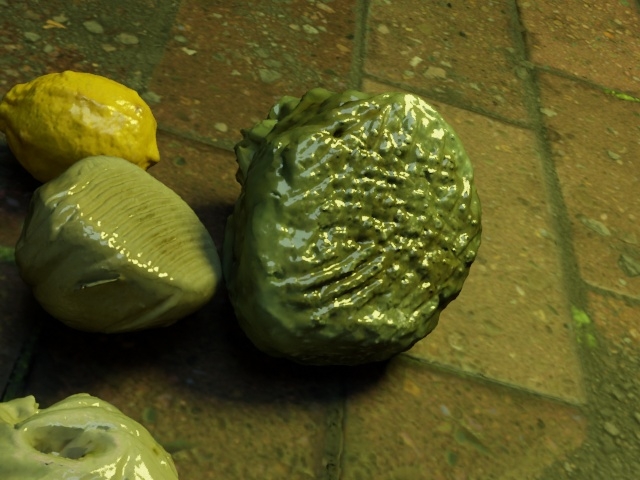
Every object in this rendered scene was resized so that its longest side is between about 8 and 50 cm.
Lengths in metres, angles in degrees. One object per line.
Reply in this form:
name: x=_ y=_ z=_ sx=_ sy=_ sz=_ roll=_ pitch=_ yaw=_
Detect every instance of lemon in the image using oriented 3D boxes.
lemon: x=-0.220 y=-0.098 z=0.997 sx=0.155 sy=0.114 sz=0.114 roll=15 pitch=36 yaw=-1

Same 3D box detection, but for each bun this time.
bun: x=-0.159 y=0.166 z=0.678 sx=0.178 sy=0.128 sz=0.193 roll=8 pitch=36 yaw=-17
bun: x=-0.170 y=0.016 z=0.876 sx=0.173 sy=0.113 sz=0.167 roll=15 pitch=34 yaw=-52

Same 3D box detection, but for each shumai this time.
shumai: x=0.000 y=0.000 z=0.983 sx=0.225 sy=0.222 sz=0.261 roll=38 pitch=63 yaw=-23
